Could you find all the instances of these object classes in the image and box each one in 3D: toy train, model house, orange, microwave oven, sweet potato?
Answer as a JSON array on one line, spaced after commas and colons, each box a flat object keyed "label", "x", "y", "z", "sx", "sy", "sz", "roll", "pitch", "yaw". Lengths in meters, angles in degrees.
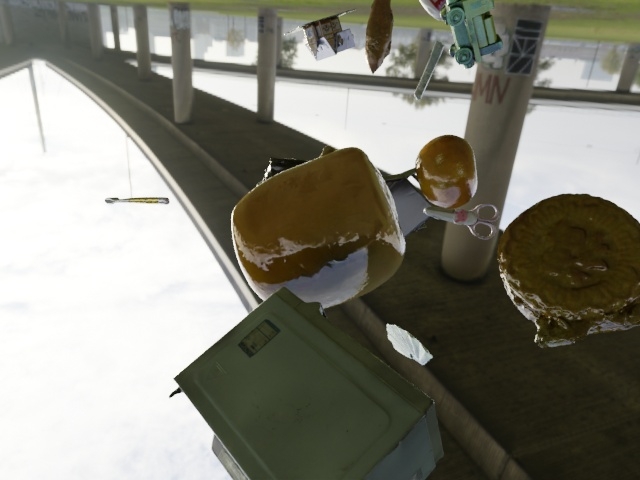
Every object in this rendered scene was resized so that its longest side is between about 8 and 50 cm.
[{"label": "toy train", "x": 0.237, "y": -0.335, "z": 0.755, "sx": 0.081, "sy": 0.122, "sz": 0.050, "roll": -19, "pitch": -142, "yaw": 17}, {"label": "model house", "x": 0.013, "y": -0.502, "z": 1.193, "sx": 0.167, "sy": 0.088, "sz": 0.117, "roll": -32, "pitch": -156, "yaw": -31}, {"label": "orange", "x": 0.263, "y": -0.143, "z": 1.010, "sx": 0.124, "sy": 0.156, "sz": 0.156, "roll": -4, "pitch": -158, "yaw": 13}, {"label": "microwave oven", "x": -0.021, "y": 0.296, "z": 0.793, "sx": 0.286, "sy": 0.218, "sz": 0.355, "roll": -41, "pitch": -133, "yaw": -21}, {"label": "sweet potato", "x": 0.133, "y": -0.473, "z": 1.066, "sx": 0.068, "sy": 0.205, "sz": 0.060, "roll": -3, "pitch": -163, "yaw": -33}]

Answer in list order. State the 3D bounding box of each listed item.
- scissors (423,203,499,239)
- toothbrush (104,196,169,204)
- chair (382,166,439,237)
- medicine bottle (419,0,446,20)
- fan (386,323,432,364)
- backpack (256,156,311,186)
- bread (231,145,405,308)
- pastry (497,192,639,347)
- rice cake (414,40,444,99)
[{"label": "scissors", "x": 0.460, "y": -0.079, "z": 1.578, "sx": 0.242, "sy": 0.118, "sz": 0.030, "roll": 12, "pitch": -173, "yaw": 3}, {"label": "toothbrush", "x": -0.462, "y": -0.100, "z": 1.208, "sx": 0.288, "sy": 0.021, "sz": 0.024, "roll": 4, "pitch": -162, "yaw": 39}, {"label": "chair", "x": 0.345, "y": -0.144, "z": 2.007, "sx": 0.240, "sy": 0.203, "sz": 0.416, "roll": 52, "pitch": -146, "yaw": 9}, {"label": "medicine bottle", "x": 0.362, "y": -0.670, "z": 1.177, "sx": 0.131, "sy": 0.131, "sz": 0.250, "roll": -21, "pitch": 172, "yaw": -44}, {"label": "fan", "x": 0.218, "y": 0.266, "z": 1.222, "sx": 0.009, "sy": 0.131, "sz": 0.240, "roll": -36, "pitch": 180, "yaw": -14}, {"label": "backpack", "x": -0.044, "y": -0.121, "z": 1.577, "sx": 0.363, "sy": 0.254, "sz": 0.445, "roll": 2, "pitch": 161, "yaw": -16}, {"label": "bread", "x": 0.000, "y": 0.000, "z": 1.134, "sx": 0.376, "sy": 0.348, "sz": 0.253, "roll": -19, "pitch": -146, "yaw": 12}, {"label": "pastry", "x": 0.422, "y": 0.047, "z": 0.789, "sx": 0.240, "sy": 0.132, "sz": 0.235, "roll": -22, "pitch": -118, "yaw": 10}, {"label": "rice cake", "x": 0.386, "y": -0.605, "z": 1.717, "sx": 0.034, "sy": 0.210, "sz": 0.043, "roll": 25, "pitch": -170, "yaw": 10}]
